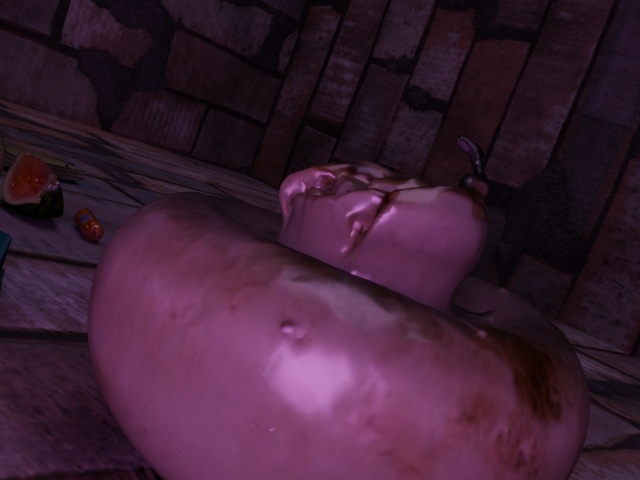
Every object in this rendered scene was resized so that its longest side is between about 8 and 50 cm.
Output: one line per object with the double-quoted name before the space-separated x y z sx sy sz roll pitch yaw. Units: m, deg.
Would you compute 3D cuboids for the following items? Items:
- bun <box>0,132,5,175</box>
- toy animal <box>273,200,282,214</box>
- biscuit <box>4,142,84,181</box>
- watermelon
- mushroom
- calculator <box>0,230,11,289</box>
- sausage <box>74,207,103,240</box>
"bun" -0.516 -0.111 0.996 0.193 0.128 0.178 12 1 31
"toy animal" 0.000 0.000 1.496 0.308 0.188 0.266 15 0 -22
"biscuit" -0.578 -0.158 1.536 0.121 0.040 0.199 21 5 23
"watermelon" -0.439 -0.071 1.153 0.069 0.087 0.163 -21 29 -31
"mushroom" 0.021 0.052 0.561 0.362 0.294 0.362 20 8 -3
"calculator" -0.420 -0.005 0.700 0.274 0.058 0.248 20 7 -19
"sausage" -0.352 -0.022 1.171 0.031 0.031 0.107 17 9 -30
